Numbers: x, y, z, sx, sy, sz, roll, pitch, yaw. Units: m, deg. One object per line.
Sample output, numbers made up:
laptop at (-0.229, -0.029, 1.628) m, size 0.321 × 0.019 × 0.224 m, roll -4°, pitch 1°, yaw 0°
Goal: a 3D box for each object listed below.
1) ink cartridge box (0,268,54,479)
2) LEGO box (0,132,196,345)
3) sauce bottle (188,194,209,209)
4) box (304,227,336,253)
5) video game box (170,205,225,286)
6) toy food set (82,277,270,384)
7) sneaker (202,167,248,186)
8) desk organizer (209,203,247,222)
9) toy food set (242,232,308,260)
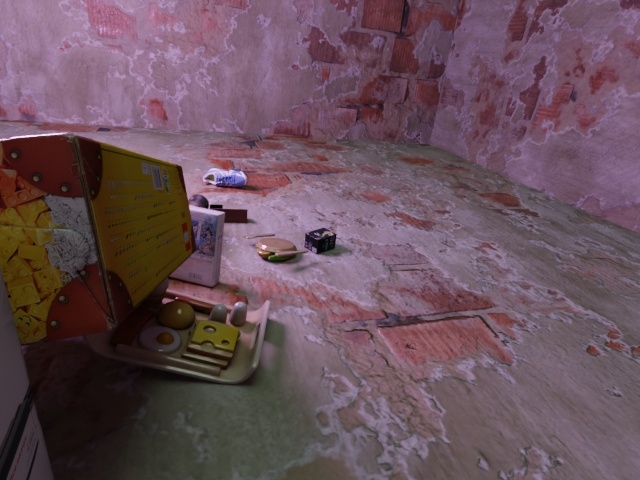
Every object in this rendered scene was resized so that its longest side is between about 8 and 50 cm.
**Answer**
ink cartridge box at (-0.397, 0.206, 0.297) m, size 0.285 × 0.395 × 0.166 m, roll -1°, pitch 25°, yaw -16°
LEGO box at (-0.420, -0.008, 0.585) m, size 0.372 × 0.193 × 0.500 m, roll -9°, pitch 8°, yaw -7°
sauce bottle at (-0.397, -0.051, 1.213) m, size 0.111 × 0.112 × 0.344 m, roll 4°, pitch 23°, yaw -7°
box at (0.000, 0.000, 1.270) m, size 0.083 × 0.052 × 0.062 m, roll -18°, pitch 35°, yaw -41°
video game box at (-0.347, 0.003, 1.007) m, size 0.205 × 0.187 × 0.048 m, roll 12°, pitch 18°, yaw 9°
toy food set at (-0.258, 0.145, 0.785) m, size 0.305 × 0.093 × 0.220 m, roll 16°, pitch 24°, yaw -8°
sneaker at (-0.407, -0.261, 1.720) m, size 0.211 × 0.080 × 0.081 m, roll 6°, pitch 29°, yaw 22°
desk organizer at (-0.318, -0.093, 1.392) m, size 0.130 × 0.050 × 0.047 m, roll 1°, pitch 25°, yaw -14°
toy food set at (-0.137, 0.025, 1.209) m, size 0.132 × 0.039 × 0.192 m, roll -5°, pitch 21°, yaw -40°
